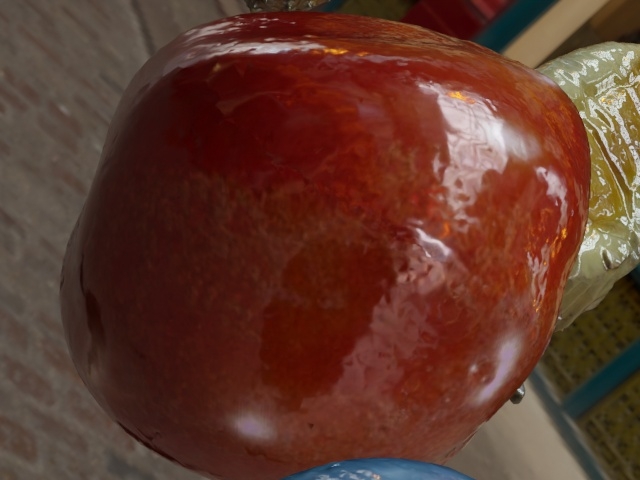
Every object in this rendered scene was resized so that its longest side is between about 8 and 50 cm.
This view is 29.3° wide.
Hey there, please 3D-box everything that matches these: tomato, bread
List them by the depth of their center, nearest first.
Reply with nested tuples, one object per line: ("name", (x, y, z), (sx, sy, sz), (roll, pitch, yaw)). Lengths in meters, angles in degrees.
("tomato", (0.000, 0.000, 0.754), (0.290, 0.293, 0.325), (18, 19, -10))
("bread", (0.243, -0.054, 1.215), (0.389, 0.183, 0.236), (-28, 88, -41))

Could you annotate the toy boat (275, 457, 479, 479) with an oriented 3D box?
("toy boat", (-0.011, 0.220, 0.341), (0.215, 0.329, 0.123), (38, -21, -25))

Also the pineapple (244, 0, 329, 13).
("pineapple", (-0.041, -0.376, 1.302), (0.165, 0.166, 0.364), (51, -14, 15))
